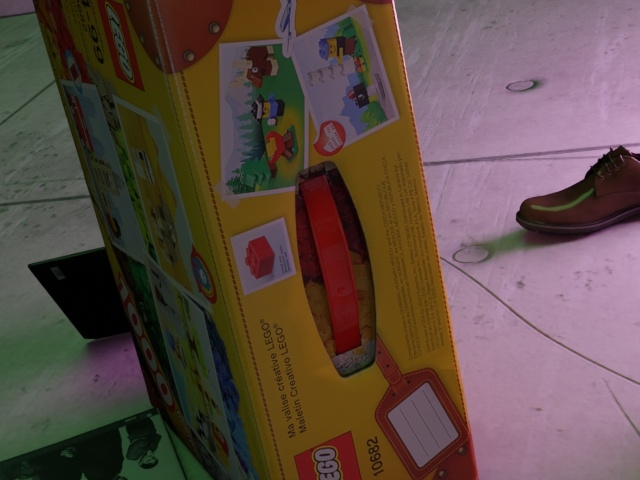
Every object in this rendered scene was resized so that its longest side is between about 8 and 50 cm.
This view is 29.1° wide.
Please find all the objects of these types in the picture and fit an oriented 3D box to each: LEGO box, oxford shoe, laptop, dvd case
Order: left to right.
[{"bbox_3d":[-0.211,0.248,1.144,0.179,0.030,0.239,-18,25,-11],"label":"dvd case"},{"bbox_3d":[-0.179,-0.014,1.409,0.136,0.234,0.264,21,70,14],"label":"laptop"},{"bbox_3d":[-0.068,-0.026,1.096,0.193,0.500,0.372,-22,25,-20],"label":"LEGO box"},{"bbox_3d":[0.341,-0.068,1.477,0.227,0.096,0.083,-15,26,-1],"label":"oxford shoe"}]
